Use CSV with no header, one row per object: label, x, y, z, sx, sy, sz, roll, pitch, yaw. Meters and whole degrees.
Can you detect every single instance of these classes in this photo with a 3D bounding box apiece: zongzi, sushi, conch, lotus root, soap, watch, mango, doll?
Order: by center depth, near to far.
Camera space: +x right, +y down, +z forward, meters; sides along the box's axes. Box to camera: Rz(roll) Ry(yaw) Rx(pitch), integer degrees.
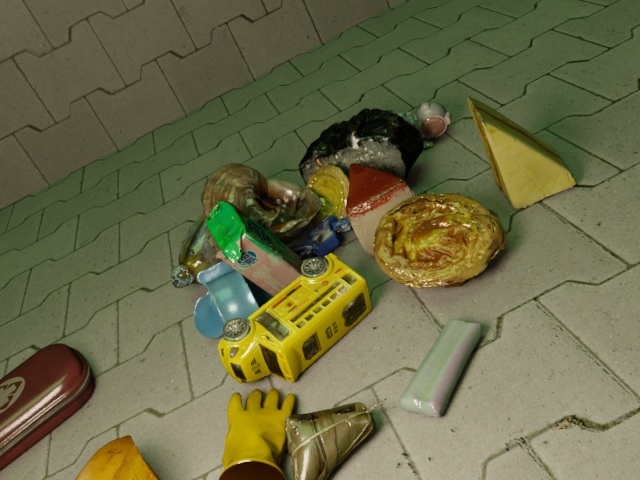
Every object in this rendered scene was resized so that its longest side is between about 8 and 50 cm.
zongzi,0.040,0.374,1.238,0.189,0.081,0.178,-12,52,0
mango,-0.363,0.466,1.283,0.199,0.201,0.350,-4,15,-18
soap,-0.138,0.034,1.617,0.098,0.273,0.218,-47,39,4
watch,-0.199,0.145,1.649,0.211,0.211,0.193,-32,12,-8
conch,-0.150,-0.063,1.866,0.297,0.210,0.352,-6,36,-23
lotus root,-0.306,0.029,1.976,0.158,0.140,0.322,-25,30,39
sushi,0.106,-0.239,1.995,0.350,0.211,0.171,-15,36,38
doll,0.244,-0.332,2.104,0.287,0.151,0.151,-14,32,14

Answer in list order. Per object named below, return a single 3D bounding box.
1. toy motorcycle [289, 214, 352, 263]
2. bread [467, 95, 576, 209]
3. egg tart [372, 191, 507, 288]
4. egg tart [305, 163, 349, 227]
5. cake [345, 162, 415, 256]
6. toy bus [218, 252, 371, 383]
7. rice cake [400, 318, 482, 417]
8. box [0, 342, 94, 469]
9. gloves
toy motorcycle,0.000,0.000,1.834,0.205,0.076,0.114,-39,27,-10
bread,0.461,-0.225,1.631,0.163,0.264,0.168,-23,35,10
egg tart,0.262,0.011,1.568,0.297,0.132,0.297,-10,44,10
egg tart,0.031,-0.115,1.934,0.074,0.191,0.191,-6,11,-41
cake,0.113,-0.075,1.780,0.159,0.158,0.262,-34,28,-15
toy bus,-0.051,0.182,1.509,0.330,0.144,0.152,-39,49,-23
rice cake,0.229,0.230,1.317,0.080,0.042,0.222,0,38,41
box,-0.745,0.416,1.744,0.404,0.108,0.263,-39,31,-20
gloves,-0.117,0.367,1.349,0.133,0.116,0.294,3,22,-2
